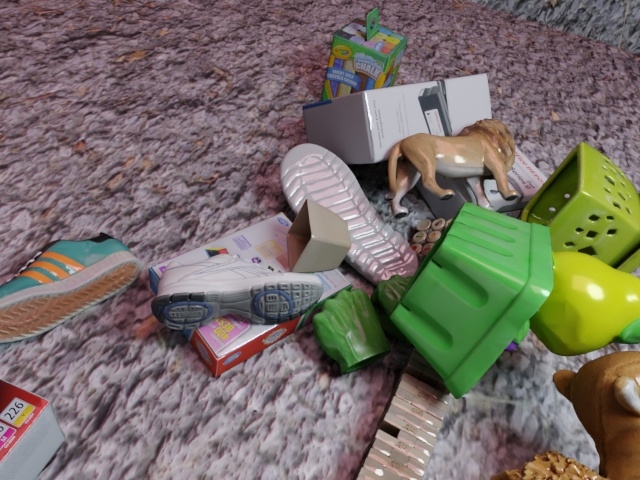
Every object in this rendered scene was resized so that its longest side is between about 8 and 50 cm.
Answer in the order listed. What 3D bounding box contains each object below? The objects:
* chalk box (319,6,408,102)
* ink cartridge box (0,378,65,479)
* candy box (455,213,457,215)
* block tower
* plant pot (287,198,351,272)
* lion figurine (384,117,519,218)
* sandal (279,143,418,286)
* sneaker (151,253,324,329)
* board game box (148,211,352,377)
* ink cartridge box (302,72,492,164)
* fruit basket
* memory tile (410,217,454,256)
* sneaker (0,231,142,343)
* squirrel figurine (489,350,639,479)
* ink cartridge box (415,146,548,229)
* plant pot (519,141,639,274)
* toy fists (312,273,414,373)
[{"bbox_3d":[0.135,-0.529,1.543,0.179,0.288,0.180,26,46,11],"label":"chalk box"},{"bbox_3d":[-0.547,0.307,0.653,0.272,0.130,0.309,20,45,6],"label":"ink cartridge box"},{"bbox_3d":[0.456,0.056,1.200,0.317,0.087,0.182,12,43,-5],"label":"candy box"},{"bbox_3d":[0.128,0.328,0.842,0.091,0.097,0.335,26,47,11],"label":"block tower"},{"bbox_3d":[0.000,0.000,1.034,0.096,0.109,0.108,13,43,-22],"label":"plant pot"},{"bbox_3d":[0.288,-0.180,1.160,0.393,0.142,0.240,1,65,-26],"label":"lion figurine"},{"bbox_3d":[0.045,-0.042,1.186,0.169,0.102,0.416,-32,73,-20],"label":"sandal"},{"bbox_3d":[-0.141,0.074,0.919,0.298,0.110,0.129,1,41,-15],"label":"sneaker"},{"bbox_3d":[-0.133,0.088,1.025,0.317,0.064,0.242,-25,57,-33],"label":"board game box"},{"bbox_3d":[0.198,-0.308,1.341,0.395,0.166,0.286,-17,14,-29],"label":"ink cartridge box"},{"bbox_3d":[0.353,0.110,0.909,0.392,0.282,0.392,24,27,-13],"label":"fruit basket"},{"bbox_3d":[0.274,-0.009,1.191,0.148,0.012,0.113,-3,48,43],"label":"memory tile"},{"bbox_3d":[-0.480,0.074,0.923,0.121,0.108,0.302,39,41,23],"label":"sneaker"},{"bbox_3d":[0.430,0.359,0.719,0.397,0.281,0.370,-23,85,-2],"label":"squirrel figurine"},{"bbox_3d":[0.423,-0.141,1.360,0.290,0.121,0.211,-9,49,-22],"label":"ink cartridge box"},{"bbox_3d":[0.571,-0.034,1.107,0.207,0.228,0.227,29,43,4],"label":"plant pot"},{"bbox_3d":[0.114,0.152,1.011,0.279,0.096,0.142,-13,64,-28],"label":"toy fists"}]
